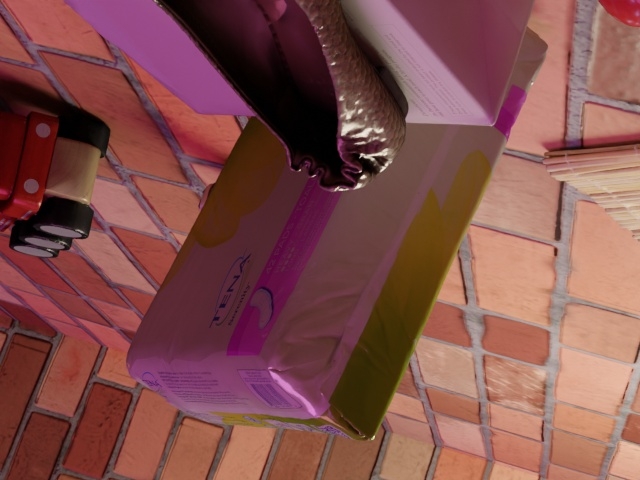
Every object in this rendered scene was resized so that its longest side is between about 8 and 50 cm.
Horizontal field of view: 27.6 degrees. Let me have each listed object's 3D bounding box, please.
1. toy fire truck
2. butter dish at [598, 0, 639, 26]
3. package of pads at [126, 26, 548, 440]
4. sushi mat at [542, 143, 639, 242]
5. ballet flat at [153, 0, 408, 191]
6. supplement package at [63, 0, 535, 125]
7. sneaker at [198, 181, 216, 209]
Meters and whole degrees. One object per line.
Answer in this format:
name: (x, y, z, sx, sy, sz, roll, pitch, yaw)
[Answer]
toy fire truck: (-0.360, -0.094, 1.346, 0.246, 0.158, 0.217, 14, 167, -21)
butter dish: (0.166, -0.138, 0.563, 0.160, 0.118, 0.160, 46, 164, 6)
package of pads: (0.002, -0.016, 0.879, 0.101, 0.296, 0.229, 36, 158, -23)
sushi mat: (0.322, -0.037, 0.951, 0.151, 0.019, 0.317, 29, 161, -34)
ballet flat: (-0.026, -0.088, 0.574, 0.084, 0.058, 0.250, 8, 159, 28)
supplement package: (-0.018, -0.170, 0.666, 0.203, 0.149, 0.194, 6, 158, 37)
sneaker: (0.000, 0.000, 1.336, 0.275, 0.107, 0.110, 23, 144, -30)
